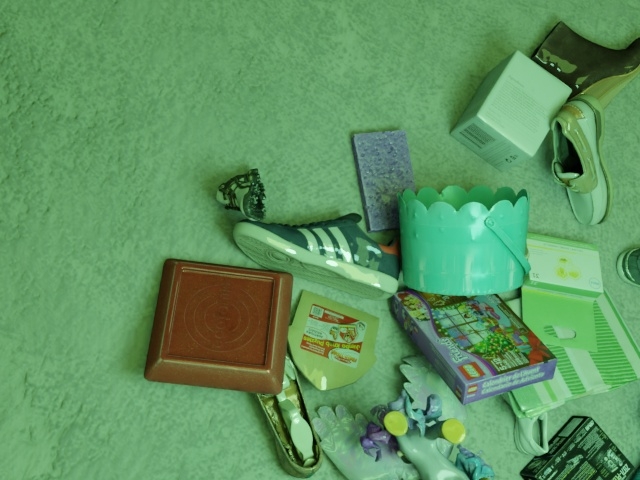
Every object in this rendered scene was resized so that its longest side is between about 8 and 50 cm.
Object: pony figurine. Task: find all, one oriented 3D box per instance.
[{"bbox_3d":[0.184,0.393,1.671,0.302,0.363,0.351,-31,73,-9],"label":"pony figurine"}]

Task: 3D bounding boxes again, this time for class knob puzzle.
[{"bbox_3d":[0.018,0.214,1.773,0.213,0.030,0.213,8,60,-15],"label":"knob puzzle"}]

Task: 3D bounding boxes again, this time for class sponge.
[{"bbox_3d":[0.139,-0.126,1.875,0.117,0.031,0.210,-8,83,-14],"label":"sponge"}]

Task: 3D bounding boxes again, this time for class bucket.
[{"bbox_3d":[0.283,-0.006,1.759,0.281,0.281,0.183,-4,101,-14],"label":"bucket"}]

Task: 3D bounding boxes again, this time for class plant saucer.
[{"bbox_3d":[-0.187,0.151,1.686,0.259,0.048,0.258,7,60,-3],"label":"plant saucer"}]

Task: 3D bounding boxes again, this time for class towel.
[{"bbox_3d":[0.504,0.220,1.855,0.324,0.038,0.248,-13,63,-18],"label":"towel"}]

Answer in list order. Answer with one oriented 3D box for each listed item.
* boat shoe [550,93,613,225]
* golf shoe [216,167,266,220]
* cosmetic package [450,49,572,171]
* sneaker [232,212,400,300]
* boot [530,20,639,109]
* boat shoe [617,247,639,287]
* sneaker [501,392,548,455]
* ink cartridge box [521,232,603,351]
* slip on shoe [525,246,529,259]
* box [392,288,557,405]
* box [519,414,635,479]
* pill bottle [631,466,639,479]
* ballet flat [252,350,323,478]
[{"bbox_3d":[0.543,-0.155,1.889,0.103,0.113,0.302,-30,120,-22],"label":"boat shoe"},{"bbox_3d":[-0.156,-0.078,1.727,0.093,0.198,0.077,-14,108,2],"label":"golf shoe"},{"bbox_3d":[0.405,-0.274,1.900,0.151,0.151,0.184,35,76,-6],"label":"cosmetic package"},{"bbox_3d":[0.000,0.000,1.782,0.350,0.131,0.148,20,69,-14],"label":"sneaker"},{"bbox_3d":[0.617,-0.426,2.007,0.207,0.090,0.248,44,78,-5],"label":"boot"},{"bbox_3d":[0.821,0.079,1.966,0.319,0.099,0.116,12,78,-11],"label":"boat shoe"},{"bbox_3d":[0.429,0.337,1.833,0.080,0.094,0.212,-15,84,-14],"label":"sneaker"},{"bbox_3d":[0.506,0.106,1.867,0.171,0.056,0.235,10,55,-9],"label":"ink cartridge box"},{"bbox_3d":[0.382,-0.005,1.876,0.051,0.041,0.135,-43,62,-3],"label":"slip on shoe"},{"bbox_3d":[0.294,0.184,1.739,0.200,0.293,0.057,-13,127,-19],"label":"box"},{"bbox_3d":[0.532,0.477,1.842,0.180,0.077,0.147,-42,92,-16],"label":"box"},{"bbox_3d":[0.735,0.504,1.846,0.146,0.146,0.264,40,77,-4],"label":"pill bottle"},{"bbox_3d":[-0.069,0.306,1.715,0.107,0.106,0.316,-24,86,-16],"label":"ballet flat"}]
